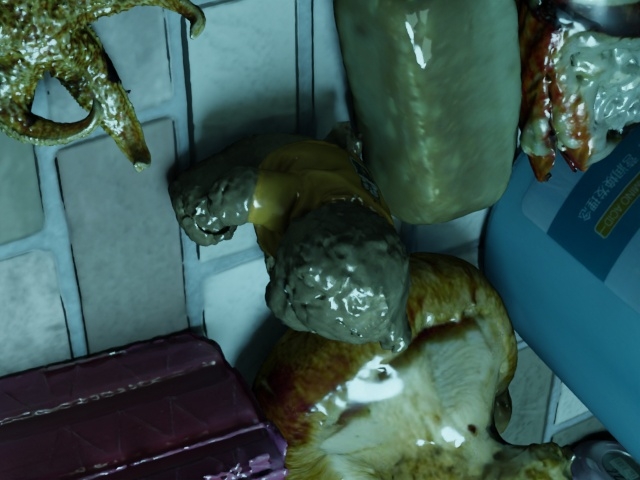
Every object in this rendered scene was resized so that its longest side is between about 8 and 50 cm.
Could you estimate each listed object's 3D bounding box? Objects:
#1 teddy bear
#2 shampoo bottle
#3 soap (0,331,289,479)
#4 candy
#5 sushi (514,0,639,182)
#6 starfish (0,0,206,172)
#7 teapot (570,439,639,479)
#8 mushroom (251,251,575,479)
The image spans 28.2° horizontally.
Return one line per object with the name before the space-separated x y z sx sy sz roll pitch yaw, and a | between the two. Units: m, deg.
teddy bear | 0.000 0.000 0.913 0.140 0.190 0.177 -42 132 10
shampoo bottle | 0.362 0.046 1.093 0.331 0.342 0.331 -19 132 -22
soap | -0.167 0.167 0.955 0.250 0.162 0.099 -12 136 -26
candy | 0.081 -0.115 0.931 0.104 0.102 0.234 -36 136 -22
sushi | 0.207 -0.196 0.950 0.130 0.124 0.332 -13 132 -12
starfish | -0.151 -0.121 0.790 0.146 0.074 0.190 -41 137 1
teapot | 0.302 0.310 1.428 0.148 0.116 0.146 -18 139 -45
mushroom | 0.064 0.141 1.079 0.267 0.254 0.267 -4 103 -16
